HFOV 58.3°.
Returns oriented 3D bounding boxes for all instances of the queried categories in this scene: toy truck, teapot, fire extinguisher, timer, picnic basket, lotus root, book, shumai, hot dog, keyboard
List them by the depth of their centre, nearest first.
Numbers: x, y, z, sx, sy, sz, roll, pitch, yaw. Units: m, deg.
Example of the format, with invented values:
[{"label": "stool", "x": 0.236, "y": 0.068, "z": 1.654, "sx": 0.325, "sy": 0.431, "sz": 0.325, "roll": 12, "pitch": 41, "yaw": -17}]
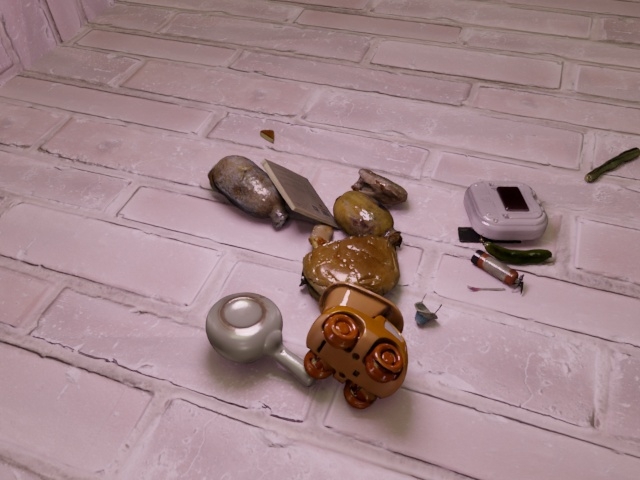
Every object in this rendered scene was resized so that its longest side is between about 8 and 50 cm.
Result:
[{"label": "toy truck", "x": 0.090, "y": 0.261, "z": 1.446, "sx": 0.288, "sy": 0.204, "sz": 0.212, "roll": 33, "pitch": 41, "yaw": 5}, {"label": "teapot", "x": -0.167, "y": 0.272, "z": 1.508, "sx": 0.219, "sy": 0.149, "sz": 0.318, "roll": -21, "pitch": 48, "yaw": -25}, {"label": "picnic basket", "x": 0.295, "y": 0.194, "z": 1.606, "sx": 0.083, "sy": 0.083, "sz": 0.065, "roll": -58, "pitch": 38, "yaw": 10}, {"label": "fire extinguisher", "x": 0.533, "y": 0.093, "z": 1.707, "sx": 0.177, "sy": 0.050, "sz": 0.062, "roll": 36, "pitch": 99, "yaw": 32}, {"label": "lotus root", "x": 0.157, "y": -0.056, "z": 1.810, "sx": 0.154, "sy": 0.154, "sz": 0.278, "roll": -34, "pitch": 59, "yaw": -26}, {"label": "hot dog", "x": -0.001, "y": 0.000, "z": 1.816, "sx": 0.078, "sy": 0.061, "sz": 0.169, "roll": 35, "pitch": 28, "yaw": -6}, {"label": "keyboard", "x": 0.538, "y": -0.016, "z": 1.833, "sx": 0.195, "sy": 0.018, "sz": 0.060, "roll": 2, "pitch": 53, "yaw": 5}, {"label": "timer", "x": 0.594, "y": -0.105, "z": 1.848, "sx": 0.236, "sy": 0.087, "sz": 0.262, "roll": -1, "pitch": 39, "yaw": 0}, {"label": "book", "x": -0.066, "y": -0.156, "z": 1.899, "sx": 0.214, "sy": 0.025, "sz": 0.283, "roll": 21, "pitch": 25, "yaw": -40}, {"label": "shumai", "x": 0.188, "y": -0.158, "z": 1.919, "sx": 0.201, "sy": 0.120, "sz": 0.201, "roll": 28, "pitch": 12, "yaw": -6}, {"label": "lotus root", "x": -0.232, "y": -0.176, "z": 1.927, "sx": 0.349, "sy": 0.175, "sz": 0.175, "roll": 34, "pitch": 57, "yaw": 23}]

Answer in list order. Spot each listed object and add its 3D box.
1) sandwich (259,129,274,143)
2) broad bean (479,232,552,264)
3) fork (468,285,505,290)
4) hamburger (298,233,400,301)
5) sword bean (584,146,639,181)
[{"label": "sandwich", "x": -0.198, "y": -0.413, "z": 2.243, "sx": 0.083, "sy": 0.031, "sz": 0.044, "roll": 34, "pitch": 61, "yaw": 28}, {"label": "broad bean", "x": 0.592, "y": 0.037, "z": 1.744, "sx": 0.226, "sy": 0.039, "sz": 0.069, "roll": 15, "pitch": 84, "yaw": -1}, {"label": "fork", "x": 0.487, "y": 0.142, "z": 1.689, "sx": 0.115, "sy": 0.012, "sz": 0.016, "roll": 3, "pitch": 50, "yaw": 0}, {"label": "hamburger", "x": 0.091, "y": 0.106, "z": 1.665, "sx": 0.308, "sy": 0.133, "sz": 0.211, "roll": -8, "pitch": 44, "yaw": -7}, {"label": "sword bean", "x": 1.030, "y": -0.267, "z": 2.028, "sx": 0.269, "sy": 0.038, "sz": 0.043, "roll": -27, "pitch": 25, "yaw": -20}]
